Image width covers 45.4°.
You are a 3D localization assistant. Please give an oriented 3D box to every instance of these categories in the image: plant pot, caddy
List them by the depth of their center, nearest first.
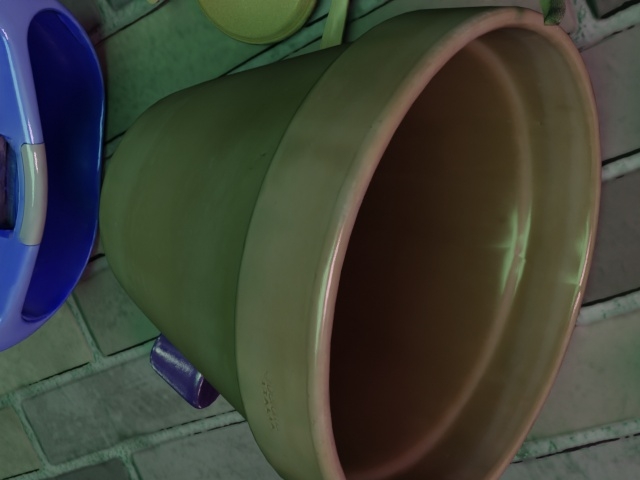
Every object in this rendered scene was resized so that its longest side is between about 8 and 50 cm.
[{"bbox_3d":[0.000,0.000,0.543,0.280,0.323,0.324,14,111,38],"label":"plant pot"},{"bbox_3d":[-0.312,-0.062,0.688,0.179,0.241,0.342,18,112,25],"label":"caddy"}]

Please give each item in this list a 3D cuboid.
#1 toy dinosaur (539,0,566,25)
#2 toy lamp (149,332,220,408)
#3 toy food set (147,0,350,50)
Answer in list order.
[{"bbox_3d":[0.181,-0.214,0.462,0.064,0.118,0.268,43,78,-10],"label":"toy dinosaur"},{"bbox_3d":[-0.035,0.156,0.711,0.274,0.080,0.080,26,114,16],"label":"toy lamp"},{"bbox_3d":[-0.052,-0.231,0.636,0.192,0.038,0.133,23,120,12],"label":"toy food set"}]
